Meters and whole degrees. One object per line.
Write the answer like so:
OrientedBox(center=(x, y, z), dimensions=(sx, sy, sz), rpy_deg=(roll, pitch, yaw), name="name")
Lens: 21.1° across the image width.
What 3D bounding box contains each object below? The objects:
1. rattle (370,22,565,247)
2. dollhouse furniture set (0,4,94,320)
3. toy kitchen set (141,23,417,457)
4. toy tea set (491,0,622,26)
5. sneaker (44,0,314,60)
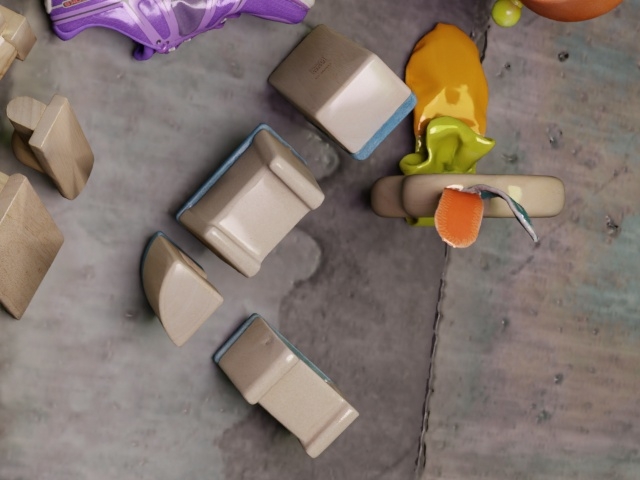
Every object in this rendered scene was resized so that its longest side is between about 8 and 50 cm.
OrientedBox(center=(0.095, -0.068, 1.073), dimensions=(0.130, 0.200, 0.142), rpy_deg=(17, 92, 11), name="rattle")
OrientedBox(center=(-0.216, -0.062, 1.001), dimensions=(0.151, 0.123, 0.144), rpy_deg=(25, 76, 9), name="dollhouse furniture set")
OrientedBox(center=(0.000, 0.000, 1.091), dimensions=(0.207, 0.122, 0.166), rpy_deg=(-46, 113, 2), name="toy kitchen set")
OrientedBox(center=(0.234, -0.249, 1.051), dimensions=(0.124, 0.336, 0.200), rpy_deg=(-20, 101, -71), name="toy tea set")
OrientedBox(center=(-0.088, -0.145, 1.060), dimensions=(0.170, 0.068, 0.071), rpy_deg=(0, 106, -20), name="sneaker")
